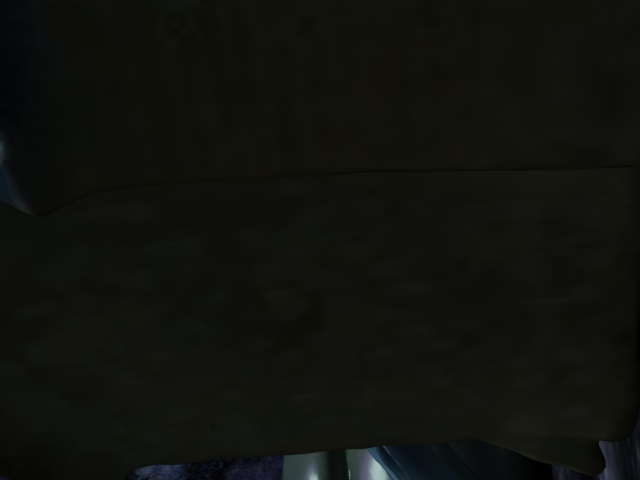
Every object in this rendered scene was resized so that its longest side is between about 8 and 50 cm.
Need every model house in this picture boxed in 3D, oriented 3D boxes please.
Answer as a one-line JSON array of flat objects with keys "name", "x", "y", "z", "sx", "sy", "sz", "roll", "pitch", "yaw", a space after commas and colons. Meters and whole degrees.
[{"name": "model house", "x": -0.045, "y": -0.096, "z": 0.413, "sx": 0.261, "sy": 0.266, "sz": 0.321, "roll": -100, "pitch": 1, "yaw": -51}]

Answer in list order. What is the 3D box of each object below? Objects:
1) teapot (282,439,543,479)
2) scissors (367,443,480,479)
[{"name": "teapot", "x": 0.052, "y": 0.162, "z": 0.742, "sx": 0.318, "sy": 0.149, "sz": 0.220, "roll": -36, "pitch": -62, "yaw": -86}, {"name": "scissors", "x": 0.015, "y": 0.079, "z": 0.627, "sx": 0.191, "sy": 0.029, "sz": 0.360, "roll": 52, "pitch": 172, "yaw": -29}]
